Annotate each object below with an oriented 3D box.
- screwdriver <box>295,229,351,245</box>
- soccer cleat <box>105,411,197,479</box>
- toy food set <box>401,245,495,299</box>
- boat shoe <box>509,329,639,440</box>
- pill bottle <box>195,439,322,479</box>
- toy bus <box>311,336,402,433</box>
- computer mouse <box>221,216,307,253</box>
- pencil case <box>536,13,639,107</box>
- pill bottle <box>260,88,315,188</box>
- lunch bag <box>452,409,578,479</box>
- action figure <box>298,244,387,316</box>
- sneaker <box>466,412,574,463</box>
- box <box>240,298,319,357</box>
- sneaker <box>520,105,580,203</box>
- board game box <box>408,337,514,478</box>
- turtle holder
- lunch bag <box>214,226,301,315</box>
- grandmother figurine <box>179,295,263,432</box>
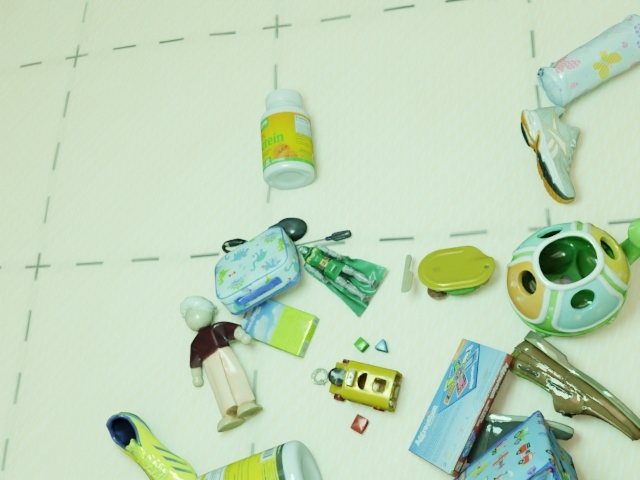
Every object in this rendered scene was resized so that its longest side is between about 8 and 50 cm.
[{"bbox_3d":[0.000,0.000,1.807,0.169,0.025,0.024,-15,67,21],"label":"screwdriver"},{"bbox_3d":[-0.410,0.521,1.683,0.289,0.121,0.093,36,84,25],"label":"soccer cleat"},{"bbox_3d":[0.303,0.085,1.655,0.217,0.071,0.128,-7,45,13],"label":"toy food set"},{"bbox_3d":[0.532,0.324,1.475,0.104,0.110,0.307,-49,55,0],"label":"boat shoe"},{"bbox_3d":[-0.168,0.584,1.548,0.333,0.188,0.188,-23,65,9],"label":"pill bottle"},{"bbox_3d":[0.086,0.324,1.609,0.202,0.104,0.191,-34,64,3],"label":"toy bus"},{"bbox_3d":[-0.151,-0.010,1.842,0.242,0.041,0.071,-17,67,12],"label":"computer mouse"},{"bbox_3d":[0.665,-0.433,1.700,0.273,0.124,0.113,-30,109,6],"label":"pencil case"},{"bbox_3d":[-0.091,-0.272,1.865,0.136,0.136,0.246,-11,68,14],"label":"pill bottle"},{"bbox_3d":[0.340,0.491,1.357,0.293,0.221,0.138,-33,93,16],"label":"lunch bag"},{"bbox_3d":[0.035,0.073,1.745,0.232,0.063,0.137,30,85,28],"label":"action figure"},{"bbox_3d":[0.419,0.431,1.485,0.222,0.083,0.118,-1,75,28],"label":"sneaker"},{"bbox_3d":[-0.105,0.210,1.744,0.178,0.042,0.109,18,76,24],"label":"box"},{"bbox_3d":[0.568,-0.215,1.662,0.121,0.099,0.263,-16,68,6],"label":"sneaker"},{"bbox_3d":[0.304,0.358,1.528,0.145,0.027,0.281,13,72,58],"label":"board game box"},{"bbox_3d":[0.555,0.073,1.484,0.320,0.227,0.243,0,70,18],"label":"turtle holder"},{"bbox_3d":[-0.158,0.079,1.747,0.219,0.090,0.176,-31,36,9],"label":"lunch bag"},{"bbox_3d":[-0.255,0.281,1.731,0.207,0.104,0.342,-35,65,11],"label":"grandmother figurine"}]
